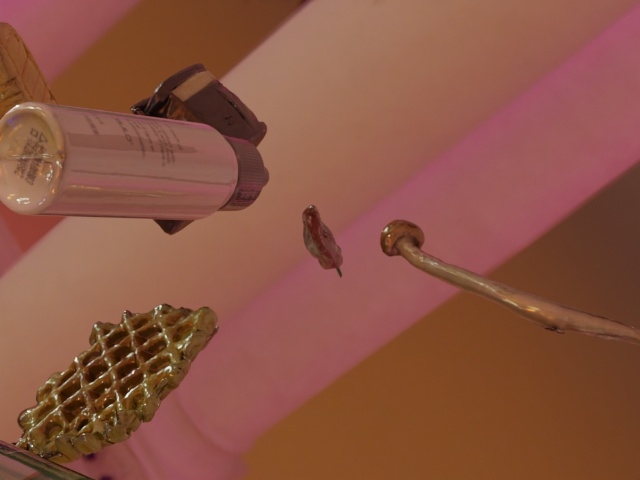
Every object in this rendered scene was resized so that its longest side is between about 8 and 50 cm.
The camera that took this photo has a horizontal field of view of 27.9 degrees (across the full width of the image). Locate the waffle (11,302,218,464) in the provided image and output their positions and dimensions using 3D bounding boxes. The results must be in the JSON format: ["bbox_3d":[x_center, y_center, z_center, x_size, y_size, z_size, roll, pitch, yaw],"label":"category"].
[{"bbox_3d":[-0.288,0.202,1.812,0.073,0.317,0.297,55,-136,-25],"label":"waffle"}]

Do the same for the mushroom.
[{"bbox_3d":[0.168,0.046,1.131,0.306,0.043,0.068,26,-141,36],"label":"mushroom"}]

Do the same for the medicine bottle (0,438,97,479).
[{"bbox_3d":[-0.271,0.271,1.208,0.274,0.133,0.133,13,175,33],"label":"medicine bottle"}]

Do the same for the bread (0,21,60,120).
[{"bbox_3d":[-0.482,-0.219,1.994,0.140,0.106,0.236,-91,-23,-64],"label":"bread"}]

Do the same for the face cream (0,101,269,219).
[{"bbox_3d":[-0.142,-0.063,1.123,0.311,0.092,0.092,0,-126,-55],"label":"face cream"}]

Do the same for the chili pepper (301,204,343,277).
[{"bbox_3d":[-0.001,0.001,1.739,0.050,0.041,0.153,29,163,32],"label":"chili pepper"}]

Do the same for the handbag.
[{"bbox_3d":[-0.219,-0.155,2.072,0.181,0.254,0.181,44,-142,3],"label":"handbag"}]
